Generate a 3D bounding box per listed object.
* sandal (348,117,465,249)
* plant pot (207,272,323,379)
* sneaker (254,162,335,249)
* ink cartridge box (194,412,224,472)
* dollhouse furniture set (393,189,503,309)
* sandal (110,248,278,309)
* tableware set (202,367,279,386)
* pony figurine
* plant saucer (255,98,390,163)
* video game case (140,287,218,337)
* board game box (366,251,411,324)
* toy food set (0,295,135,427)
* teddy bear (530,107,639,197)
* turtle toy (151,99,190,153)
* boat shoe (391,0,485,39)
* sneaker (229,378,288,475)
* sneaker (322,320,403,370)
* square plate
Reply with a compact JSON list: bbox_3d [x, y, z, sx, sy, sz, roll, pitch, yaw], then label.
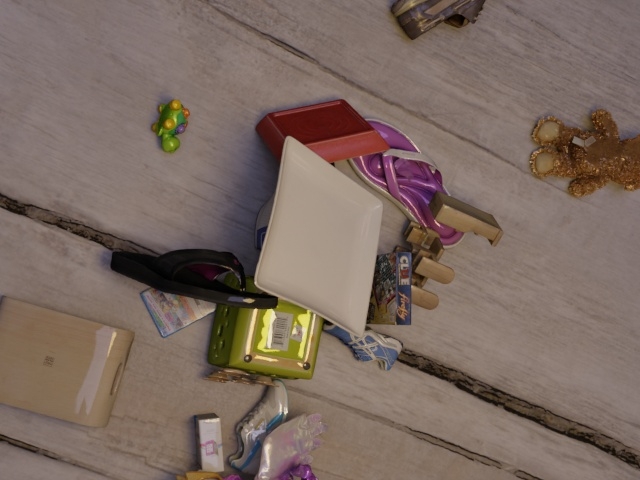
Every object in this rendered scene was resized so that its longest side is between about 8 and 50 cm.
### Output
[{"bbox_3d":[0.235,-0.156,1.868,0.416,0.102,0.169,45,76,-8],"label":"sandal"},{"bbox_3d":[-0.115,0.200,1.684,0.227,0.207,0.228,14,82,-18],"label":"plant pot"},{"bbox_3d":[-0.054,-0.109,1.750,0.127,0.182,0.316,25,78,-8],"label":"sneaker"},{"bbox_3d":[-0.257,0.465,1.689,0.052,0.088,0.122,-2,86,-17],"label":"ink cartridge box"},{"bbox_3d":[0.299,0.029,1.769,0.161,0.212,0.242,23,112,-11],"label":"dollhouse furniture set"},{"bbox_3d":[-0.280,0.058,1.566,0.167,0.445,0.107,6,96,-57],"label":"sandal"},{"bbox_3d":[-0.184,0.316,1.681,0.141,0.168,0.020,18,69,-27],"label":"tableware set"},{"bbox_3d":[-0.098,0.562,1.557,0.351,0.363,0.303,-5,111,-38],"label":"pony figurine"},{"bbox_3d":[-0.001,-0.263,1.752,0.259,0.258,0.048,-13,125,-15],"label":"plant saucer"},{"bbox_3d":[-0.323,0.140,1.743,0.166,0.015,0.119,-27,92,-15],"label":"video game case"},{"bbox_3d":[0.142,0.117,1.744,0.042,0.243,0.165,3,84,-21],"label":"board game box"},{"bbox_3d":[-0.593,0.268,1.634,0.306,0.092,0.220,16,82,-4],"label":"toy food set"},{"bbox_3d":[0.733,-0.234,2.015,0.338,0.113,0.245,-9,80,-7],"label":"teddy bear"},{"bbox_3d":[-0.352,-0.272,1.745,0.066,0.095,0.130,22,79,-33],"label":"turtle toy"},{"bbox_3d":[0.361,-0.626,1.948,0.355,0.132,0.130,-22,100,-7],"label":"boat shoe"},{"bbox_3d":[-0.140,0.433,1.721,0.092,0.087,0.229,20,80,-19],"label":"sneaker"},{"bbox_3d":[0.101,0.253,1.806,0.211,0.080,0.081,23,77,-10],"label":"sneaker"},{"bbox_3d":[0.000,0.000,1.609,0.347,0.049,0.344,31,61,-40],"label":"square plate"}]
